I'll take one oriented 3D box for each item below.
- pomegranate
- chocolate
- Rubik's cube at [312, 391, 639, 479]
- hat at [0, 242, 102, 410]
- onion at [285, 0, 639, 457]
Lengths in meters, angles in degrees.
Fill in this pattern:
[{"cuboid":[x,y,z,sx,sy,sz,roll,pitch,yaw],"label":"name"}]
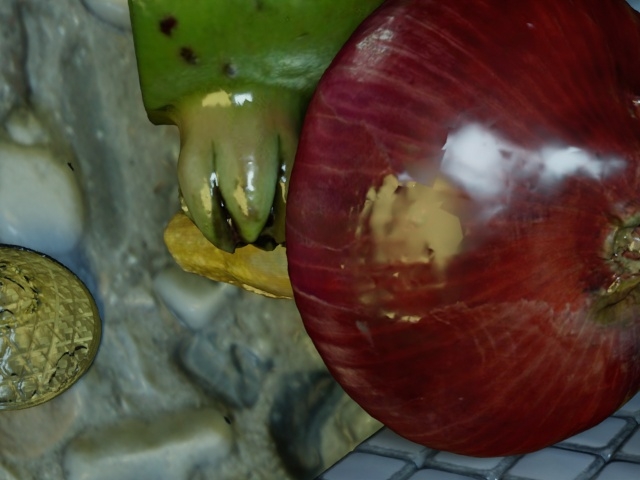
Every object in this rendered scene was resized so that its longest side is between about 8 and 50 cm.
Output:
[{"cuboid":[-0.023,-0.129,0.782,0.159,0.241,0.190,-2,140,-1],"label":"pomegranate"},{"cuboid":[0.000,0.000,0.902,0.219,0.085,0.086,3,109,36],"label":"chocolate"},{"cuboid":[0.132,0.222,0.791,0.237,0.238,0.237,7,113,33],"label":"Rubik's cube"},{"cuboid":[-0.232,0.047,1.081,0.146,0.067,0.146,-5,124,-7],"label":"hat"},{"cuboid":[0.093,-0.013,0.733,0.248,0.161,0.248,-1,101,-6],"label":"onion"}]
